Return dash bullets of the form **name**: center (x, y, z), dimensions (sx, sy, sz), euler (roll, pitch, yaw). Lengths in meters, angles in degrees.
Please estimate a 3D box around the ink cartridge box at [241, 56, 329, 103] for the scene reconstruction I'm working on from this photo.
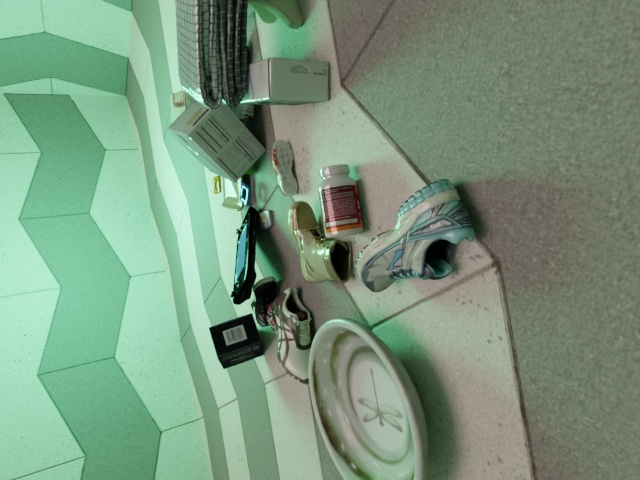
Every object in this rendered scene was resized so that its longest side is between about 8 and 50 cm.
- **ink cartridge box**: center (-0.096, -0.371, 1.077), dimensions (0.212, 0.154, 0.093), euler (19, 114, 57)

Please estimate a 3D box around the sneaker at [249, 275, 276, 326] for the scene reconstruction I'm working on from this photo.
- **sneaker**: center (-0.166, 0.206, 1.448), dimensions (0.121, 0.079, 0.217), euler (65, 155, 21)

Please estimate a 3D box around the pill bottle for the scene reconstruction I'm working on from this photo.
- **pill bottle**: center (0.041, -0.084, 0.983), dimensions (0.086, 0.086, 0.152), euler (-8, 90, 61)

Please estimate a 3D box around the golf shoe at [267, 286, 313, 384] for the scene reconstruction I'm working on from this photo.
- **golf shoe**: center (-0.069, 0.262, 1.260), dimensions (0.120, 0.105, 0.272), euler (-57, 49, 41)

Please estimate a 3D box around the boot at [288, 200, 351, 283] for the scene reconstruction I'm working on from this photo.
- **boot**: center (0.000, 0.000, 1.090), dimensions (0.165, 0.077, 0.213), euler (-7, 96, 61)

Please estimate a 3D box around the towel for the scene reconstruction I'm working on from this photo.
- **towel**: center (-0.257, -0.470, 1.060), dimensions (0.235, 0.121, 0.283), euler (46, 138, 49)

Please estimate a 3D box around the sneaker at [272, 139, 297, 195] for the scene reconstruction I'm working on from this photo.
- **sneaker**: center (-0.107, -0.195, 1.247), dimensions (0.065, 0.061, 0.157), euler (169, 92, -67)

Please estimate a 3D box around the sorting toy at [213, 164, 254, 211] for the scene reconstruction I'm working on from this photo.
- **sorting toy**: center (-0.300, -0.209, 1.597), dimensions (0.348, 0.047, 0.195), euler (18, 108, 56)

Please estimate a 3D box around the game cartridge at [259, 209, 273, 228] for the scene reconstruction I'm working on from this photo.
- **game cartridge**: center (-0.173, -0.064, 1.440), dimensions (0.083, 0.017, 0.056), euler (-10, 93, 61)

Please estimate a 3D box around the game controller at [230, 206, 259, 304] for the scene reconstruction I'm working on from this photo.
- **game controller**: center (-0.238, 0.042, 1.439), dimensions (0.166, 0.067, 0.319), euler (110, 161, -45)

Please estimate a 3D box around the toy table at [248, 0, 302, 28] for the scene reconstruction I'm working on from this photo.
- **toy table**: center (-0.148, -0.629, 1.095), dimensions (0.274, 0.161, 0.252), euler (-13, 86, 60)

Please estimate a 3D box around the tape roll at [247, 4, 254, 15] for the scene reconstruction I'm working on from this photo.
- **tape roll**: center (-0.272, -0.775, 1.263), dimensions (0.286, 0.100, 0.286), euler (22, 122, 40)

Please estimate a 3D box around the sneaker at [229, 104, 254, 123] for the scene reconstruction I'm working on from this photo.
- **sneaker**: center (-0.227, -0.420, 1.380), dimensions (0.258, 0.094, 0.091), euler (-20, 89, 69)

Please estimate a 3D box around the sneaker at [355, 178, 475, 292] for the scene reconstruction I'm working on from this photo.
- **sneaker**: center (0.157, 0.029, 0.790), dimensions (0.122, 0.110, 0.283), euler (62, 146, 25)

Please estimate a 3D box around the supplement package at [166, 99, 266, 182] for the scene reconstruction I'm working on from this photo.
- **supplement package**: center (-0.331, -0.319, 1.425), dimensions (0.204, 0.145, 0.262), euler (47, 169, -33)

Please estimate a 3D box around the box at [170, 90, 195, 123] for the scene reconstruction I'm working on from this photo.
- **box**: center (-0.460, -0.490, 1.698), dimensions (0.232, 0.149, 0.126), euler (22, 116, 57)

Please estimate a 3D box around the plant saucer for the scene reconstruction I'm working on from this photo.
- **plant saucer**: center (0.110, 0.354, 0.965), dimensions (0.400, 0.101, 0.400), euler (24, 118, 56)

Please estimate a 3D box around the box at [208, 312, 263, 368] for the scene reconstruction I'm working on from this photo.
- **box**: center (-0.286, 0.349, 1.560), dimensions (0.207, 0.153, 0.108), euler (103, 147, -63)
